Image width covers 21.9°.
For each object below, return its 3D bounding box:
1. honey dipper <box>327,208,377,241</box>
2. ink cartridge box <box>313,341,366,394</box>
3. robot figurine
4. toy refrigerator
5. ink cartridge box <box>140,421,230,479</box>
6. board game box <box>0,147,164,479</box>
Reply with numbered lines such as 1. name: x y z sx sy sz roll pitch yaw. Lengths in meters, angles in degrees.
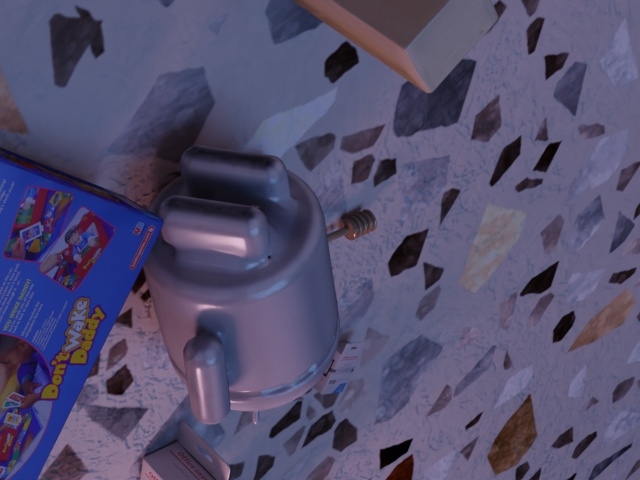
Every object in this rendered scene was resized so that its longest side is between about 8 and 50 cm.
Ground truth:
1. honey dipper: 0.000 0.000 2.033 0.160 0.030 0.030 -22 138 -32
2. ink cartridge box: 0.024 0.165 2.227 0.048 0.028 0.083 0 123 -52
3. robot figurine: -0.084 0.051 1.809 0.353 0.199 0.300 82 26 -49
4. toy refrigerator: 0.033 -0.257 1.577 0.102 0.269 0.094 -48 149 -6
5. ink cartridge box: -0.175 0.328 2.067 0.060 0.104 0.180 -22 138 -37
6. board game box: -0.325 0.091 1.579 0.233 0.078 0.347 23 95 -48
